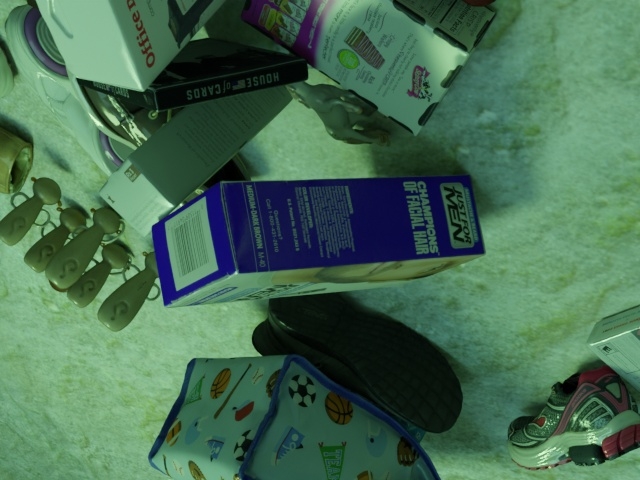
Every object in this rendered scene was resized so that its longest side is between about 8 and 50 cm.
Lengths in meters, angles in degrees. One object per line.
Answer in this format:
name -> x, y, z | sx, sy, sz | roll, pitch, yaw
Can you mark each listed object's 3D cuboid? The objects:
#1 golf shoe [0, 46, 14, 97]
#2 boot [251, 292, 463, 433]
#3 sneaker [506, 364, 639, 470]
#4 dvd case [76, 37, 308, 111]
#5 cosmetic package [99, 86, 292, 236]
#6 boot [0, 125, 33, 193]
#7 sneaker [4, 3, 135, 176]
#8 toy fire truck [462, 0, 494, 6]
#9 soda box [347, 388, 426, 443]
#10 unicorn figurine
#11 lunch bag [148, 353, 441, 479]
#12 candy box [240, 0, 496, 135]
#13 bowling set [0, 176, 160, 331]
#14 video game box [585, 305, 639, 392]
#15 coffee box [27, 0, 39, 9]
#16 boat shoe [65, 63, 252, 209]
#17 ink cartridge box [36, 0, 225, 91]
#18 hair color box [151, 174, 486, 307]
golf shoe -> -0.543, -0.293, 1.568 | 0.115, 0.140, 0.306 | 14, 142, 33
boot -> 0.055, 0.191, 1.719 | 0.338, 0.118, 0.223 | 37, 156, 9
sneaker -> 0.339, 0.237, 1.507 | 0.112, 0.121, 0.299 | 70, 158, 8
dvd case -> -0.149, -0.188, 1.246 | 0.238, 0.179, 0.029 | 24, 125, 56
cosmetic package -> -0.147, -0.116, 1.343 | 0.085, 0.231, 0.117 | 45, 148, -7
boot -> -0.619, -0.154, 1.878 | 0.269, 0.089, 0.236 | 32, 149, 2
sneaker -> -0.320, -0.202, 1.538 | 0.152, 0.114, 0.305 | 14, 141, 54
toy fire truck -> 0.110, -0.290, 0.959 | 0.254, 0.169, 0.302 | 31, 155, -32
soda box -> 0.083, 0.279, 1.826 | 0.210, 0.067, 0.071 | -7, 130, 47
unicorn figurine -> 0.017, -0.159, 1.298 | 0.111, 0.060, 0.162 | 11, 141, 33
lunch bag -> -0.019, 0.354, 1.724 | 0.385, 0.239, 0.328 | 33, 160, -27
candy box -> 0.045, -0.233, 1.161 | 0.233, 0.071, 0.159 | 35, 150, 1
bowling set -> -0.406, 0.012, 1.886 | 0.287, 0.154, 0.200 | 43, 166, -16
video game box -> 0.450, 0.150, 1.326 | 0.205, 0.048, 0.187 | 41, 150, -10
coffee box -> -0.264, -0.357, 1.255 | 0.141, 0.098, 0.246 | 26, 148, 15
boat shoe -> -0.204, -0.152, 1.469 | 0.096, 0.116, 0.324 | -3, 137, 39
ink cartridge box -> -0.174, -0.291, 1.126 | 0.100, 0.237, 0.172 | 16, 145, 27
hair color box -> 0.000, 0.000, 1.291 | 0.185, 0.339, 0.110 | -25, 74, 55
